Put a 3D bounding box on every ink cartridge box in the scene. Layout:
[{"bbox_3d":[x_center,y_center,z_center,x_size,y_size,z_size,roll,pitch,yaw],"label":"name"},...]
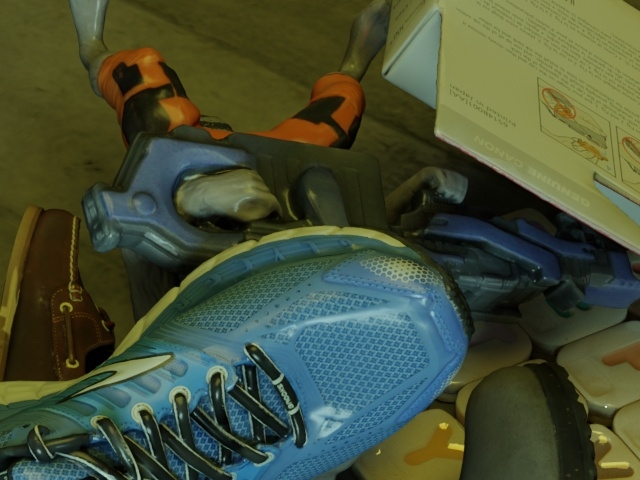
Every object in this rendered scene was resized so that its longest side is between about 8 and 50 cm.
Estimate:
[{"bbox_3d":[0.172,-0.046,1.142,0.296,0.066,0.261,30,35,-16],"label":"ink cartridge box"}]

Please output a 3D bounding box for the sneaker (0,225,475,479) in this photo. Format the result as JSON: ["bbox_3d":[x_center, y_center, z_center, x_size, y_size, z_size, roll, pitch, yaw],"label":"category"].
[{"bbox_3d":[-0.077,0.107,0.932,0.330,0.130,0.147,-27,19,8],"label":"sneaker"}]

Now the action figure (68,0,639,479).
[{"bbox_3d":[0.000,0.000,1.142,0.341,0.178,0.330,14,45,-23],"label":"action figure"}]

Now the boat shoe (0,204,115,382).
[{"bbox_3d":[-0.148,0.066,1.097,0.073,0.073,0.207,5,49,-1],"label":"boat shoe"}]

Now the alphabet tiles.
[{"bbox_3d":[0.143,0.087,1.133,0.278,0.021,0.284,-18,46,-24],"label":"alphabet tiles"}]

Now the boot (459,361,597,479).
[{"bbox_3d":[0.014,0.185,0.928,0.222,0.118,0.338,4,45,2],"label":"boot"}]
